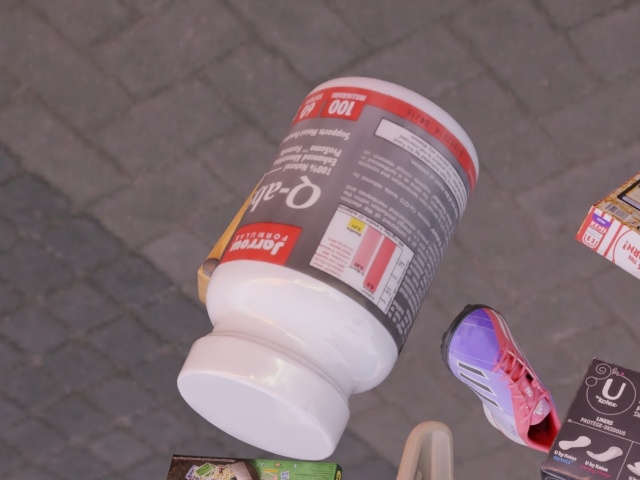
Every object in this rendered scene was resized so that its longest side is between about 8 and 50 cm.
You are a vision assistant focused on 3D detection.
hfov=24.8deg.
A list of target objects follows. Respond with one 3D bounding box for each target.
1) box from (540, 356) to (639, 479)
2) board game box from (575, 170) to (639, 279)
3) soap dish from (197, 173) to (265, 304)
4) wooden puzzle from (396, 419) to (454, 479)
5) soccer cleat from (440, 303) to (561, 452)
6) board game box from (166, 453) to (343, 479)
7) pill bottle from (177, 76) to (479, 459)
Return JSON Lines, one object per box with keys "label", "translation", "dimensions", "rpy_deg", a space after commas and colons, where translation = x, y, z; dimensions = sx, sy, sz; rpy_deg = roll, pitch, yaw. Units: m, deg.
{"label": "box", "translation": [0.330, 0.255, 1.470], "dimensions": [0.163, 0.142, 0.247], "rpy_deg": [17, 150, 24]}
{"label": "board game box", "translation": [0.369, -0.008, 1.513], "dimensions": [0.146, 0.193, 0.045], "rpy_deg": [35, 122, 18]}
{"label": "soap dish", "translation": [0.000, 0.000, 1.819], "dimensions": [0.229, 0.291, 0.118], "rpy_deg": [31, 173, 29]}
{"label": "wooden puzzle", "translation": [0.090, 0.401, 1.401], "dimensions": [0.080, 0.348, 0.322], "rpy_deg": [9, 132, 16]}
{"label": "soccer cleat", "translation": [0.263, 0.195, 2.019], "dimensions": [0.108, 0.116, 0.318], "rpy_deg": [-46, 141, -10]}
{"label": "board game box", "translation": [-0.104, 0.372, 2.042], "dimensions": [0.259, 0.136, 0.030], "rpy_deg": [0, 146, 22]}
{"label": "pill bottle", "translation": [0.008, 0.028, 1.501], "dimensions": [0.210, 0.363, 0.210], "rpy_deg": [21, 153, 11]}
